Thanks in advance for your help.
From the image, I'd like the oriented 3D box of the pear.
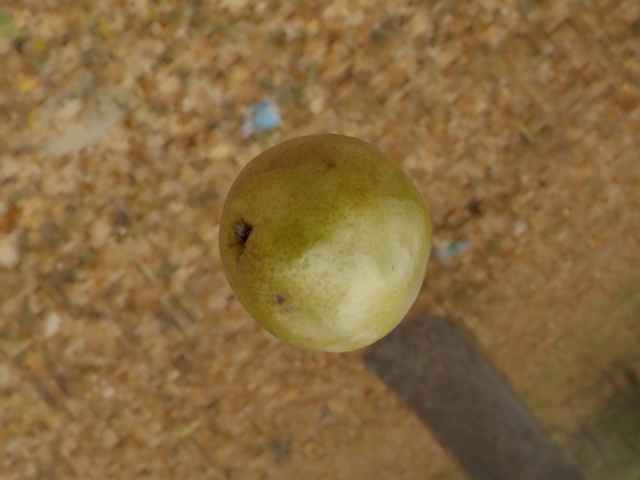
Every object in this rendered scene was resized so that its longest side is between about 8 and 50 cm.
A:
[{"bbox_3d":[0.000,0.000,1.576,0.209,0.209,0.209,-38,170,-8],"label":"pear"}]
